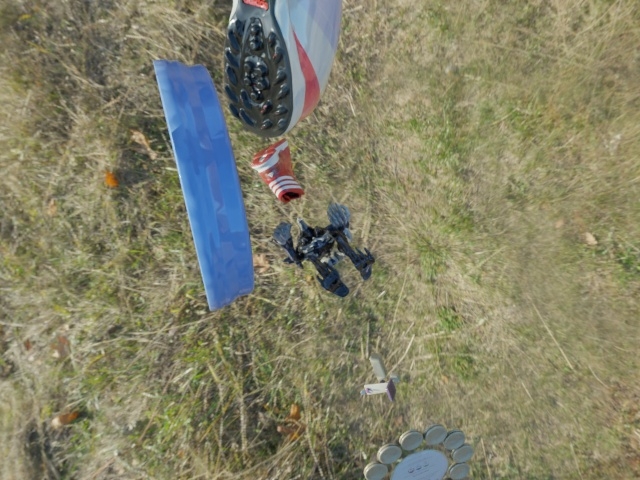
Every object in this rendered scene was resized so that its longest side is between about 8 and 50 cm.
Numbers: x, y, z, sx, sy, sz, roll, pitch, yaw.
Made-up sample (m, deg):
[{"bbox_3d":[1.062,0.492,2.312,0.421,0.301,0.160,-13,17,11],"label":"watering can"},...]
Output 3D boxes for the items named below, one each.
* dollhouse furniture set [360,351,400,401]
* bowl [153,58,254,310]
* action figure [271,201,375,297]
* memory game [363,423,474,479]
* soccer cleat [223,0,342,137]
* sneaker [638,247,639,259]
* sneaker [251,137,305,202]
[{"bbox_3d":[0.125,0.311,1.185,0.081,0.091,0.114,-16,103,26],"label":"dollhouse furniture set"},{"bbox_3d":[-0.183,-0.087,0.800,0.077,0.391,0.391,-13,86,-14],"label":"bowl"},{"bbox_3d":[0.000,0.000,1.008,0.164,0.276,0.141,-30,118,-11],"label":"action figure"},{"bbox_3d":[0.154,0.358,0.783,0.186,0.012,0.186,-6,116,-13],"label":"memory game"},{"bbox_3d":[-0.023,-0.253,0.455,0.109,0.116,0.318,26,134,18],"label":"soccer cleat"},{"bbox_3d":[0.731,0.084,0.857,0.343,0.134,0.146,52,145,33],"label":"sneaker"},{"bbox_3d":[-0.093,-0.154,1.162,0.087,0.221,0.128,-25,108,17],"label":"sneaker"}]
